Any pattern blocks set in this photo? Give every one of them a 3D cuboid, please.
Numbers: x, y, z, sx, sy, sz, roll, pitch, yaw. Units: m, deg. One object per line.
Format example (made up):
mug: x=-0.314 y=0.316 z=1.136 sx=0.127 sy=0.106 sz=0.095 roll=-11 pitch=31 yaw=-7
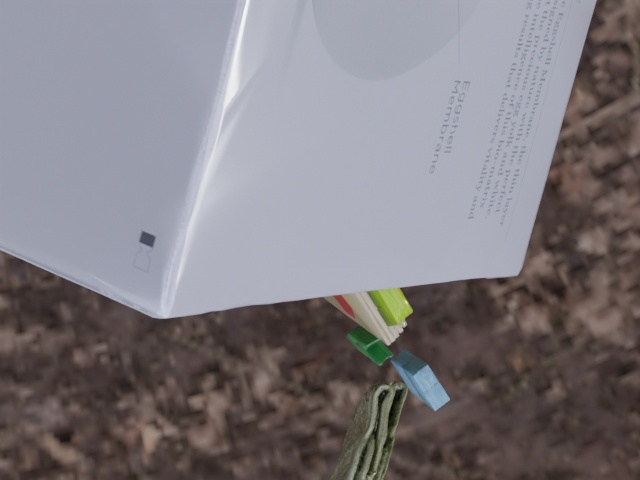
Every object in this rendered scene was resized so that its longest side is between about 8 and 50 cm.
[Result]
pattern blocks set: x=0.000 y=0.000 z=1.695 sx=0.026 sy=0.285 sz=0.325 roll=-38 pitch=128 yaw=-10

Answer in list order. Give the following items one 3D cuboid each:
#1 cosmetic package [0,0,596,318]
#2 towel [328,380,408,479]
cosmetic package: x=-0.009 y=-0.106 z=0.639 sx=0.224 sy=0.138 sz=0.224 roll=-2 pitch=111 yaw=-56
towel: x=0.019 y=0.143 z=1.128 sx=0.027 sy=0.110 sz=0.148 roll=18 pitch=161 yaw=1
